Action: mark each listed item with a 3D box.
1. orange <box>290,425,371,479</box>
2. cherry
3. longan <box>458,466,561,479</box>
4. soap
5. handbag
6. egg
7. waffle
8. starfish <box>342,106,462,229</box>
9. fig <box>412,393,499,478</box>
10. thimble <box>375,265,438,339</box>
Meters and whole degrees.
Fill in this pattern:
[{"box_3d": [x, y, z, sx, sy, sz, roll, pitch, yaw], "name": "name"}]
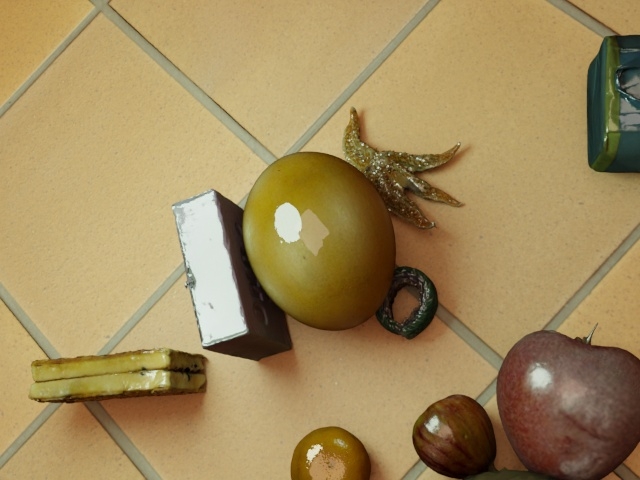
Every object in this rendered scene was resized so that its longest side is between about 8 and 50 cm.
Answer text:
[{"box_3d": [0.019, 0.437, 1.422, 0.156, 0.124, 0.156, 1, 68, -2], "name": "orange"}, {"box_3d": [0.437, 0.291, 1.304, 0.261, 0.221, 0.308, 14, 95, 15], "name": "cherry"}, {"box_3d": [0.306, 0.550, 1.186, 0.390, 0.391, 0.392, -4, 75, 14], "name": "longan"}, {"box_3d": [-0.171, 0.080, 1.478, 0.107, 0.285, 0.296, -18, 74, 10], "name": "soap"}, {"box_3d": [0.634, -0.255, 1.391, 0.240, 0.222, 0.263, 3, 78, 10], "name": "handbag"}, {"box_3d": [0.000, 0.000, 1.413, 0.282, 0.282, 0.351, -26, 73, 7], "name": "egg"}, {"box_3d": [-0.410, 0.281, 1.524, 0.307, 0.213, 0.091, -6, 76, 12], "name": "waffle"}, {"box_3d": [0.149, -0.114, 1.551, 0.293, 0.084, 0.302, 16, 76, 19], "name": "starfish"}, {"box_3d": [0.257, 0.375, 1.369, 0.148, 0.149, 0.202, -36, 101, 4], "name": "fig"}, {"box_3d": [0.170, 0.122, 1.480, 0.118, 0.090, 0.135, 27, 86, 22], "name": "thimble"}]
